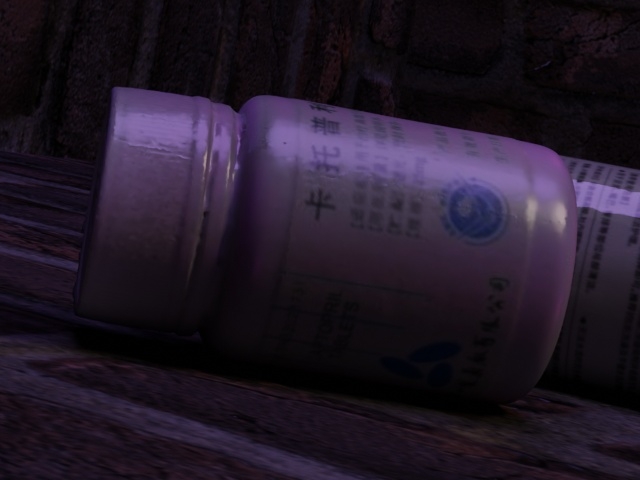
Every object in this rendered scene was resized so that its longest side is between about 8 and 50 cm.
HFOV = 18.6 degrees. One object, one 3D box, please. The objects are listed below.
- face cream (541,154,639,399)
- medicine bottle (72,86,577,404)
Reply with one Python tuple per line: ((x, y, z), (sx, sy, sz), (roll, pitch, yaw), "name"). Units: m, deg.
((0.289, 0.047, 1.212), (0.370, 0.145, 0.145), (12, 5, 12), "face cream")
((0.000, 0.000, 1.066), (0.254, 0.152, 0.152), (10, 4, -10), "medicine bottle")
